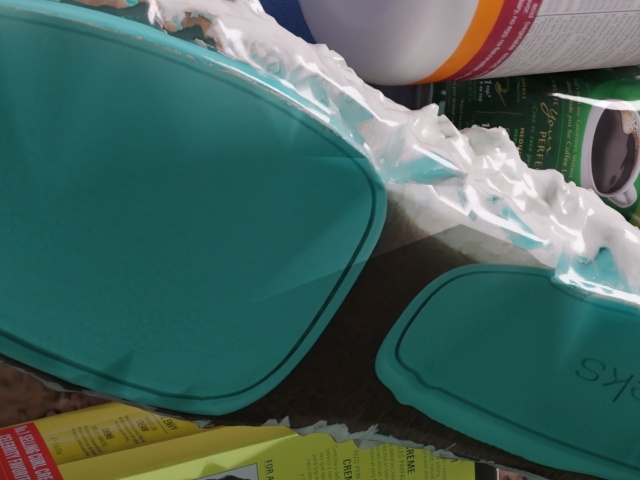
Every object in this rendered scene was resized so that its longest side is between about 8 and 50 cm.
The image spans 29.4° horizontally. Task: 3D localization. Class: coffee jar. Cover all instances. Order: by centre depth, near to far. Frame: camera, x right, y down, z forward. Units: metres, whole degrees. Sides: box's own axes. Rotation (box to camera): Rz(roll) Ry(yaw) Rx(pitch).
[{"bbox_3d":[0.108,-0.050,0.607,0.184,0.079,0.096,4,97,-28],"label":"coffee jar"}]

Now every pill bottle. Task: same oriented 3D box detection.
[{"bbox_3d":[0.107,-0.132,0.514,0.221,0.121,0.121,-10,107,-31],"label":"pill bottle"}]

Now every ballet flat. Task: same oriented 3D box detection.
[{"bbox_3d":[0.000,0.000,0.453,0.409,0.147,0.147,24,91,-33],"label":"ballet flat"}]

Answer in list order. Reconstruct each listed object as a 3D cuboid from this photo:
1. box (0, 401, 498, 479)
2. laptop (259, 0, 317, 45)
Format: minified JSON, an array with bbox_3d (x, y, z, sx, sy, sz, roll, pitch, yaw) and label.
[{"bbox_3d":[-0.039,0.101,0.556,0.232,0.087,0.058,-11,107,-20],"label":"box"},{"bbox_3d":[-0.114,-0.130,0.386,0.236,0.408,0.381,8,100,5],"label":"laptop"}]
